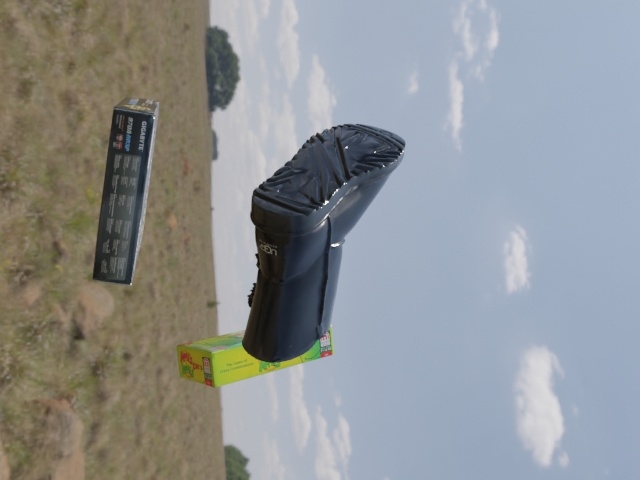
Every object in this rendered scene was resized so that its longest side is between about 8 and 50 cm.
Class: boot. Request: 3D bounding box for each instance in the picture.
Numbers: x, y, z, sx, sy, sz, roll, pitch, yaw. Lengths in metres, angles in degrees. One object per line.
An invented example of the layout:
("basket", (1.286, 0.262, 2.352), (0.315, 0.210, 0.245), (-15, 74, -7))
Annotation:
("boot", (0.000, 0.000, 0.704), (0.246, 0.094, 0.207), (-43, 151, -45))

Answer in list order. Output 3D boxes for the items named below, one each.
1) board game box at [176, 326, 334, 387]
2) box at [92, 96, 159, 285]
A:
("board game box", (-0.082, 0.142, 0.816), (0.092, 0.181, 0.043), (-4, -87, 51))
("box", (-0.255, -0.073, 0.836), (0.175, 0.051, 0.220), (-126, -134, -70))
